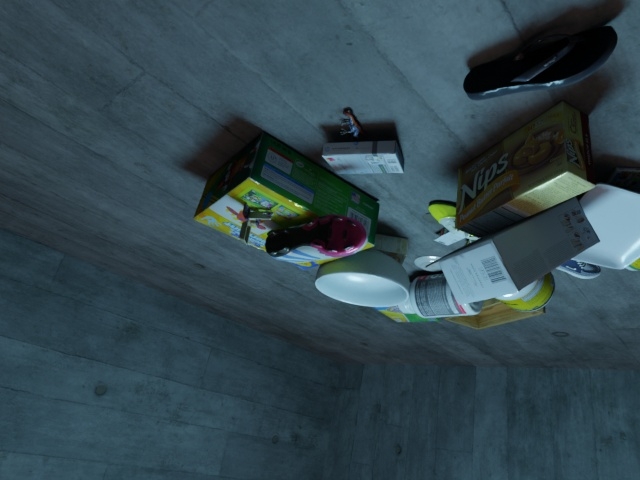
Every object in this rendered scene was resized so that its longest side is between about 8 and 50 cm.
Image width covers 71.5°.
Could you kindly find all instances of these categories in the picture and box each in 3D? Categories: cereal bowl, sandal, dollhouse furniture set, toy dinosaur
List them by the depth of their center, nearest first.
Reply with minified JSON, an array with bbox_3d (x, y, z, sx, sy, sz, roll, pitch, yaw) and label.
[{"bbox_3d":[0.378,-0.314,0.793,0.254,0.097,0.054,-8,149,37],"label":"sandal"},{"bbox_3d":[0.079,-0.282,1.081,0.090,0.047,0.082,-18,150,-16],"label":"toy dinosaur"},{"bbox_3d":[-0.168,-0.032,1.222,0.081,0.114,0.091,2,150,10],"label":"dollhouse furniture set"},{"bbox_3d":[0.156,0.120,1.591,0.339,0.141,0.339,10,156,5],"label":"cereal bowl"}]

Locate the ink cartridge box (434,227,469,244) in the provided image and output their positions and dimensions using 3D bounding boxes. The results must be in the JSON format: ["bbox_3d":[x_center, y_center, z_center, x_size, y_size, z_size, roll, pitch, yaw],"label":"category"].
[{"bbox_3d":[0.435,-0.021,1.473,0.063,0.029,0.115,19,155,-18],"label":"ink cartridge box"}]

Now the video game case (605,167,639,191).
[{"bbox_3d":[0.772,-0.147,1.083,0.122,0.011,0.087,4,155,14],"label":"video game case"}]

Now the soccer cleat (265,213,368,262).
[{"bbox_3d":[0.000,0.000,1.248,0.331,0.116,0.143,-5,165,32],"label":"soccer cleat"}]

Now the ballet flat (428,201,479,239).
[{"bbox_3d":[0.434,-0.049,1.355,0.231,0.077,0.077,18,155,-15],"label":"ballet flat"}]

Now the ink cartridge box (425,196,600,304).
[{"bbox_3d":[0.466,0.035,1.113,0.309,0.130,0.272,-22,174,-25],"label":"ink cartridge box"}]

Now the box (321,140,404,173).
[{"bbox_3d":[0.114,-0.212,1.149,0.186,0.038,0.145,1,170,20],"label":"box"}]

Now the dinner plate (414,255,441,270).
[{"bbox_3d":[0.437,0.095,1.735,0.141,0.017,0.141,8,155,4],"label":"dinner plate"}]

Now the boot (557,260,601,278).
[{"bbox_3d":[0.838,0.071,1.449,0.190,0.069,0.086,13,158,1],"label":"boot"}]

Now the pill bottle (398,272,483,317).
[{"bbox_3d":[0.474,0.222,1.798,0.318,0.176,0.176,-14,145,42],"label":"pill bottle"}]

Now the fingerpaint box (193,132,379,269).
[{"bbox_3d":[-0.105,-0.093,1.388,0.445,0.163,0.371,27,150,-29],"label":"fingerpaint box"}]

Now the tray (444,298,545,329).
[{"bbox_3d":[0.760,0.307,1.981,0.203,0.076,0.411,18,155,-15],"label":"tray"}]

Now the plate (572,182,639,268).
[{"bbox_3d":[0.746,-0.037,1.149,0.277,0.045,0.278,11,142,-4],"label":"plate"}]

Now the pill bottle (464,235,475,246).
[{"bbox_3d":[0.518,0.022,1.486,0.065,0.065,0.116,8,155,8],"label":"pill bottle"}]

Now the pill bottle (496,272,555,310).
[{"bbox_3d":[0.623,0.114,1.437,0.188,0.188,0.334,-9,157,37],"label":"pill bottle"}]

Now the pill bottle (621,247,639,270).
[{"bbox_3d":[0.922,-0.001,1.204,0.118,0.117,0.208,17,155,-12],"label":"pill bottle"}]

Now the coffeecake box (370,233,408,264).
[{"bbox_3d":[0.217,0.036,1.639,0.185,0.068,0.142,10,156,5],"label":"coffeecake box"}]

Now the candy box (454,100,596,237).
[{"bbox_3d":[0.448,-0.146,1.017,0.088,0.183,0.316,21,153,-18],"label":"candy box"}]

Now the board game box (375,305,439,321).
[{"bbox_3d":[0.402,0.316,2.160,0.242,0.064,0.316,-11,148,39],"label":"board game box"}]
